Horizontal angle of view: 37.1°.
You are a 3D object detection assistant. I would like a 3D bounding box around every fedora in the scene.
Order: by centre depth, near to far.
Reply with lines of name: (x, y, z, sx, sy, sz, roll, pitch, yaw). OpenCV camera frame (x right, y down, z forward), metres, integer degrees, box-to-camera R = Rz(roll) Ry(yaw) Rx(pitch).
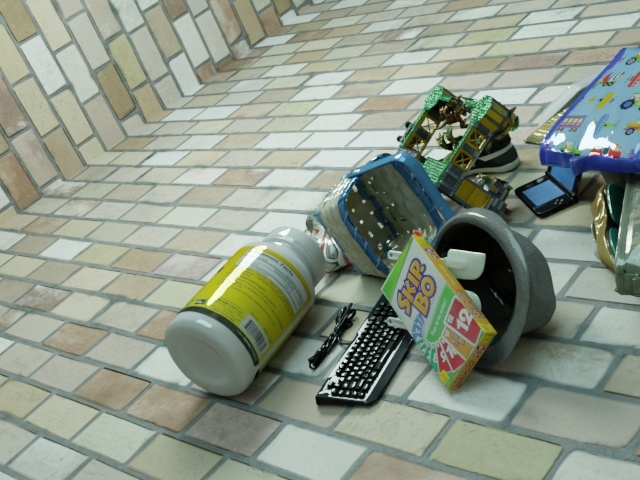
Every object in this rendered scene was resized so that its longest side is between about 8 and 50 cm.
fedora: (0.297, 0.073, 1.573, 0.124, 0.244, 0.275, -1, 32, -29)

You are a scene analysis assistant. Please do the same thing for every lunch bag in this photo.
lunch bag: (0.580, 0.000, 1.444, 0.235, 0.169, 0.287, -2, 31, 27)
lunch bag: (0.519, -0.199, 1.591, 0.293, 0.138, 0.221, -35, 27, -22)

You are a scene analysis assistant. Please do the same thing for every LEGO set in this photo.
LEGO set: (0.309, -0.172, 1.964, 0.255, 0.192, 0.331, -61, 23, -5)

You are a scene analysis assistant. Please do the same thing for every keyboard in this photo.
keyboard: (0.075, 0.181, 1.720, 0.201, 0.033, 0.317, -5, 31, 35)

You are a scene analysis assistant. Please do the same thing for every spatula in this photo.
spatula: (0.186, 0.096, 1.605, 0.019, 0.168, 0.242, -2, 5, -36)

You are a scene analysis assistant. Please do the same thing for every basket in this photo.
basket: (0.142, -0.051, 1.842, 0.201, 0.255, 0.289, -48, 24, -26)

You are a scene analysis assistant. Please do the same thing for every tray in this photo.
tray: (0.573, -0.327, 2.087, 0.270, 0.030, 0.145, -30, -11, -44)

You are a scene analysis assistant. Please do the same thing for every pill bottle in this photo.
pill bottle: (-0.130, 0.123, 1.825, 0.187, 0.188, 0.334, -2, 33, 39)

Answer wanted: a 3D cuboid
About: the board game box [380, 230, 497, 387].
board game box: (0.183, 0.106, 1.569, 0.039, 0.124, 0.259, 7, 35, -33)

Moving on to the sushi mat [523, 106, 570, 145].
sushi mat: (0.534, -0.199, 1.760, 0.151, 0.019, 0.316, -35, 28, -21)

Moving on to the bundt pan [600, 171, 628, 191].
bundt pan: (0.668, -0.168, 1.749, 0.330, 0.124, 0.331, -20, 27, 11)

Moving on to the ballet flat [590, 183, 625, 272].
ballet flat: (0.506, -0.002, 1.646, 0.073, 0.080, 0.232, -54, 15, 40)

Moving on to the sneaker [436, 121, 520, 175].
sneaker: (0.329, -0.210, 2.126, 0.216, 0.121, 0.079, -6, 30, 34)

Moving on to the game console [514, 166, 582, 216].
game console: (0.455, -0.127, 1.902, 0.124, 0.085, 0.144, -24, 25, 1)

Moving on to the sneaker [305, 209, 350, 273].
sneaker: (0.000, 0.000, 2.059, 0.092, 0.088, 0.225, -28, 26, -3)
